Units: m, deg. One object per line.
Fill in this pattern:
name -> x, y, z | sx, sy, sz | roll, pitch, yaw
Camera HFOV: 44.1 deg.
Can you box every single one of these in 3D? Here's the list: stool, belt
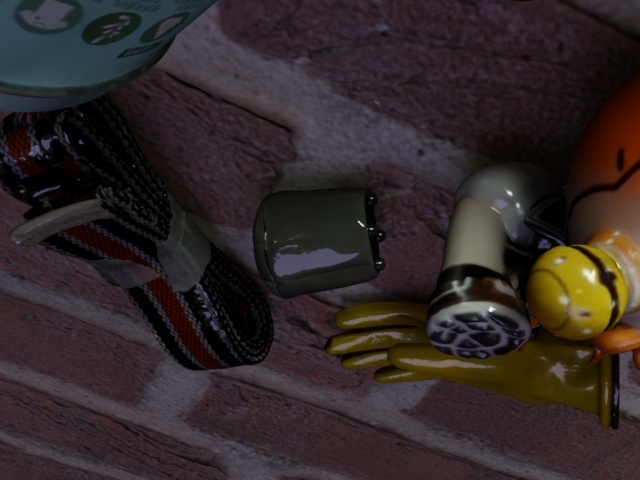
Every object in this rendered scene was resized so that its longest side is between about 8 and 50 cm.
stool -> 0.000, 0.000, 0.695 | 0.110, 0.096, 0.096 | -8, 136, 12
belt -> -0.155, 0.010, 0.724 | 0.094, 0.126, 0.359 | -18, 138, 15

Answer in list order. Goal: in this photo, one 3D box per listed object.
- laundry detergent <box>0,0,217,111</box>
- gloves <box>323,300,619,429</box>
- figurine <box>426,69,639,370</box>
laundry detergent -> -0.116, -0.223, 0.319 | 0.305, 0.287, 0.287 | -27, 127, 34
gloves -> 0.147, 0.121, 0.806 | 0.294, 0.116, 0.133 | 1, 131, 19
figurine -> 0.245, -0.023, 0.546 | 0.323, 0.196, 0.320 | -24, 172, 42
